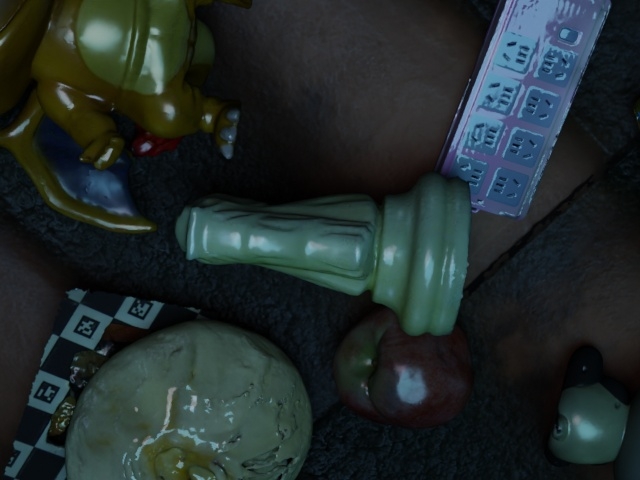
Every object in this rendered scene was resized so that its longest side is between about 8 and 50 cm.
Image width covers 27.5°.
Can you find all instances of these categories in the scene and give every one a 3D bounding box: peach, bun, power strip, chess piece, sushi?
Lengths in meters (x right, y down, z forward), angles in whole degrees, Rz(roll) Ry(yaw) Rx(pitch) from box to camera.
[{"bbox_3d":[0.100,0.147,1.439,0.152,0.152,0.152,-2,110,-4],"label":"peach"},{"bbox_3d":[-0.133,0.228,1.416,0.287,0.146,0.287,-10,115,-21],"label":"bun"},{"bbox_3d":[0.209,-0.153,1.389,0.109,0.037,0.278,17,108,-10],"label":"power strip"},{"bbox_3d":[0.000,0.000,1.342,0.298,0.176,0.175,7,109,-2],"label":"chess piece"},{"bbox_3d":[-0.243,0.179,1.457,0.193,0.043,0.279,10,109,-27],"label":"sushi"}]

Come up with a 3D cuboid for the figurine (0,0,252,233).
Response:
[{"bbox_3d":[-0.263,-0.180,1.223,0.387,0.268,0.400,7,113,-10],"label":"figurine"}]

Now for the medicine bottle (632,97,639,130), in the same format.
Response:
[{"bbox_3d":[0.417,-0.051,1.402,0.124,0.124,0.238,-15,111,1],"label":"medicine bottle"}]

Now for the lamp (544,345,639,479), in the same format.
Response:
[{"bbox_3d":[0.382,0.228,1.476,0.244,0.198,0.197,17,109,14],"label":"lamp"}]
